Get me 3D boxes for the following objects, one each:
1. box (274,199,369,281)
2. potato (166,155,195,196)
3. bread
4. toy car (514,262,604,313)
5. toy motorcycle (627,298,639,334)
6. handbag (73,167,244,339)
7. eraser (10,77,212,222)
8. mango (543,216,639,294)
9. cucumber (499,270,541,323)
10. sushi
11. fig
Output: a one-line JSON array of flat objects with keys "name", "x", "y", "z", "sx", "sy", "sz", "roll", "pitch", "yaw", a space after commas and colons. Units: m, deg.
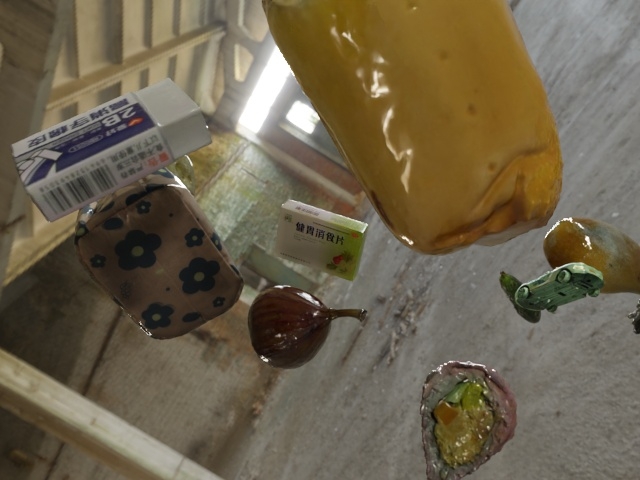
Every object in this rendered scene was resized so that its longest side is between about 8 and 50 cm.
[{"name": "box", "x": -0.001, "y": 0.000, "z": 1.688, "sx": 0.062, "sy": 0.261, "sz": 0.175, "roll": -52, "pitch": -23, "yaw": -55}, {"name": "potato", "x": -0.355, "y": -0.124, "z": 1.206, "sx": 0.194, "sy": 0.157, "sz": 0.157, "roll": -8, "pitch": 34, "yaw": 30}, {"name": "bread", "x": 0.131, "y": -0.172, "z": 0.699, "sx": 0.250, "sy": 0.394, "sz": 0.361, "roll": -30, "pitch": 12, "yaw": 6}, {"name": "toy car", "x": 0.459, "y": 0.089, "z": 1.115, "sx": 0.186, "sy": 0.093, "sz": 0.058, "roll": -42, "pitch": 30, "yaw": 56}, {"name": "toy motorcycle", "x": 1.005, "y": 0.173, "z": 1.711, "sx": 0.152, "sy": 0.073, "sz": 0.225, "roll": -32, "pitch": -34, "yaw": -56}, {"name": "handbag", "x": -0.260, "y": 0.006, "z": 0.904, "sx": 0.190, "sy": 0.251, "sz": 0.193, "roll": -31, "pitch": 36, "yaw": -4}, {"name": "eraser", "x": -0.251, "y": -0.116, "z": 0.689, "sx": 0.210, "sy": 0.124, "sz": 0.068, "roll": -29, "pitch": -49, "yaw": -14}, {"name": "mango", "x": 0.709, "y": 0.045, "z": 1.426, "sx": 0.146, "sy": 0.316, "sz": 0.192, "roll": 117, "pitch": 171, "yaw": -58}, {"name": "cucumber", "x": 0.552, "y": 0.156, "z": 1.581, "sx": 0.069, "sy": 0.227, "sz": 0.069, "roll": -30, "pitch": 34, "yaw": 23}, {"name": "sushi", "x": 0.263, "y": 0.329, "z": 0.999, "sx": 0.107, "sy": 0.161, "sz": 0.241, "roll": 10, "pitch": -102, "yaw": -72}, {"name": "fig", "x": -0.024, "y": 0.200, "z": 1.434, "sx": 0.321, "sy": 0.217, "sz": 0.217, "roll": -20, "pitch": 24, "yaw": 29}]
